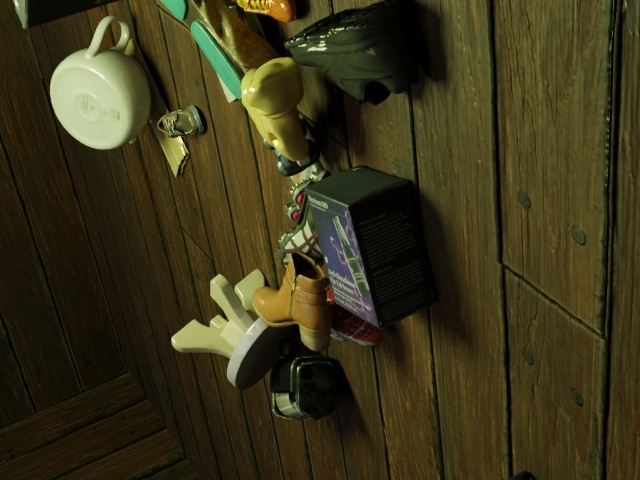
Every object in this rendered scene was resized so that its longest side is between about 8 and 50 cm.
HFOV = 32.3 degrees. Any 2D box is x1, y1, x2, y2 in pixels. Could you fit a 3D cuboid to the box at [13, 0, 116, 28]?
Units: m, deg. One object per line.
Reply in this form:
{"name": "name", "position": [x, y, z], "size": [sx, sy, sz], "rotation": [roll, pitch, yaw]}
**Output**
{"name": "box", "position": [-0.313, -0.541, 1.655], "size": [0.293, 0.395, 0.212], "rotation": [64, 160, 8]}

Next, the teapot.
{"name": "teapot", "position": [-0.485, -0.350, 2.556], "size": [0.256, 0.187, 0.252], "rotation": [-31, 103, 42]}

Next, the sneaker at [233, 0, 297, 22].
{"name": "sneaker", "position": [-0.090, -0.375, 1.747], "size": [0.175, 0.067, 0.064], "rotation": [33, 139, 54]}

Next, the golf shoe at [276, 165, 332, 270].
{"name": "golf shoe", "position": [0.000, 0.000, 1.861], "size": [0.120, 0.105, 0.273], "rotation": [39, 153, 17]}

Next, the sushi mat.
{"name": "sushi mat", "position": [-0.393, -0.315, 2.626], "size": [0.316, 0.019, 0.151], "rotation": [64, 159, 8]}

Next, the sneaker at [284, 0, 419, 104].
{"name": "sneaker", "position": [0.041, -0.247, 1.515], "size": [0.130, 0.109, 0.286], "rotation": [63, 165, -17]}

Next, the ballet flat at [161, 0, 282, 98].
{"name": "ballet flat", "position": [-0.189, -0.393, 1.839], "size": [0.348, 0.123, 0.123], "rotation": [52, 159, -1]}

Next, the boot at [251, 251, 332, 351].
{"name": "boot", "position": [-0.048, 0.083, 1.885], "size": [0.197, 0.073, 0.152], "rotation": [29, 136, 38]}

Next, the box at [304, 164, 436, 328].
{"name": "box", "position": [0.076, 0.006, 1.674], "size": [0.153, 0.108, 0.207], "rotation": [24, 134, 62]}

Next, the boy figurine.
{"name": "boy figurine", "position": [-0.067, -0.205, 1.728], "size": [0.177, 0.092, 0.285], "rotation": [61, 174, 19]}

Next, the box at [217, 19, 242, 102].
{"name": "box", "position": [-0.188, -0.407, 1.958], "size": [0.324, 0.063, 0.067], "rotation": [68, 161, -2]}

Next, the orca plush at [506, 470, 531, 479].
{"name": "orca plush", "position": [0.303, 0.463, 1.671], "size": [0.151, 0.102, 0.287], "rotation": [-61, -22, -57]}

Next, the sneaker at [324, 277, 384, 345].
{"name": "sneaker", "position": [0.049, 0.134, 1.938], "size": [0.093, 0.088, 0.225], "rotation": [55, 168, -29]}

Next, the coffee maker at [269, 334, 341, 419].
{"name": "coffee maker", "position": [-0.039, 0.276, 2.223], "size": [0.171, 0.120, 0.178], "rotation": [66, 159, 4]}

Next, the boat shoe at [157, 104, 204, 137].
{"name": "boat shoe", "position": [-0.307, -0.251, 2.413], "size": [0.183, 0.066, 0.066], "rotation": [4, 115, 68]}

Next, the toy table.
{"name": "toy table", "position": [-0.168, 0.184, 2.323], "size": [0.161, 0.252, 0.274], "rotation": [41, 141, 17]}

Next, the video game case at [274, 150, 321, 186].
{"name": "video game case", "position": [-0.030, -0.126, 1.931], "size": [0.166, 0.015, 0.119], "rotation": [59, 159, 20]}

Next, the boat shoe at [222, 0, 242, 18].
{"name": "boat shoe", "position": [-0.165, -0.449, 1.898], "size": [0.056, 0.048, 0.153], "rotation": [-7, 114, 40]}
